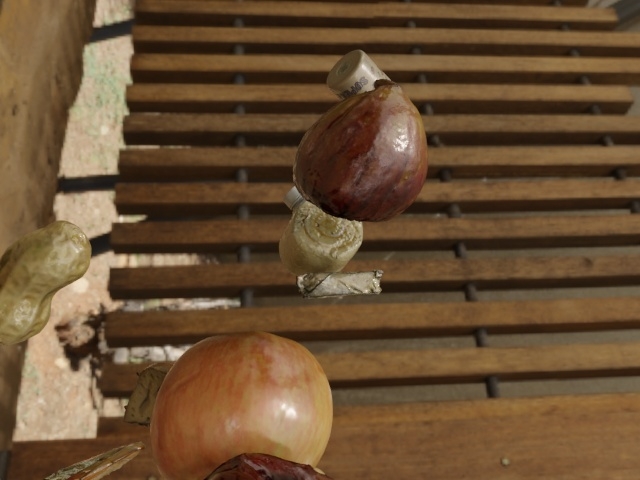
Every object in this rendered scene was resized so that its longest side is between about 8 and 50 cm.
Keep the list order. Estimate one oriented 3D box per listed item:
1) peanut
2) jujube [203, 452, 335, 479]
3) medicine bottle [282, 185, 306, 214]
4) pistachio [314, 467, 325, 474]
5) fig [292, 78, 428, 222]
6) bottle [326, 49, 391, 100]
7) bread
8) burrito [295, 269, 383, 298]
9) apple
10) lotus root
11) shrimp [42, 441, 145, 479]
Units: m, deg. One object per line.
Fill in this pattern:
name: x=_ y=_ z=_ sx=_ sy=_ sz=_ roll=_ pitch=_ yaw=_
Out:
peanut: x=-0.459 y=0.076 z=1.067 sx=0.125 sy=0.274 sz=0.111 roll=48 pitch=15 yaw=-2
jujube: x=-0.066 y=0.524 z=1.202 sx=0.377 sy=0.276 sz=0.276 roll=51 pitch=24 yaw=-44
medicine bottle: x=-0.028 y=-0.079 z=1.741 sx=0.130 sy=0.080 sz=0.080 roll=45 pitch=-15 yaw=6
pistachio: x=-0.045 y=0.784 z=1.942 sx=0.309 sy=0.230 sz=0.229 roll=-86 pitch=179 yaw=-58
fig: x=0.070 y=-0.137 z=1.182 sx=0.263 sy=0.224 sz=0.224 roll=-53 pitch=-149 yaw=40
bottle: x=0.114 y=-0.275 z=1.381 sx=0.097 sy=0.209 sz=0.110 roll=-22 pitch=-138 yaw=40
bread: x=0.000 y=0.000 z=1.396 sx=0.141 sy=0.148 sz=0.134 roll=123 pitch=-32 yaw=-60
burrito: x=0.038 y=0.084 z=1.328 sx=0.042 sy=0.171 sz=0.051 roll=147 pitch=-61 yaw=-73
apple: x=-0.169 y=0.379 z=1.516 sx=0.391 sy=0.392 sz=0.346 roll=99 pitch=-6 yaw=-57
lotus root: x=-0.401 y=0.399 z=1.760 sx=0.074 sy=0.261 sz=0.170 roll=-21 pitch=109 yaw=-60
shrimp: x=-0.391 y=0.395 z=1.151 sx=0.133 sy=0.236 sz=0.053 roll=-20 pitch=-93 yaw=38
